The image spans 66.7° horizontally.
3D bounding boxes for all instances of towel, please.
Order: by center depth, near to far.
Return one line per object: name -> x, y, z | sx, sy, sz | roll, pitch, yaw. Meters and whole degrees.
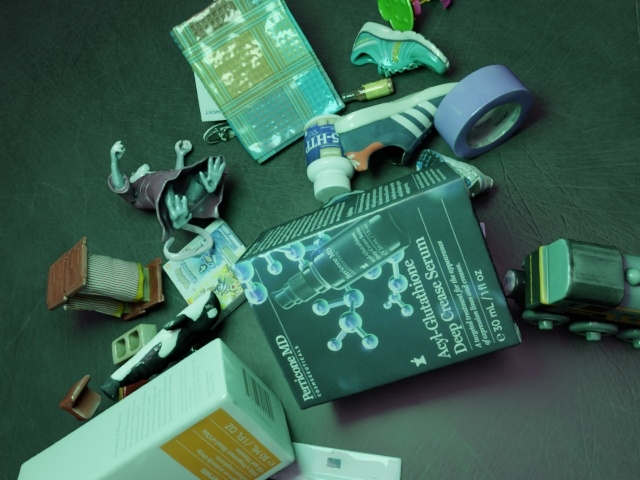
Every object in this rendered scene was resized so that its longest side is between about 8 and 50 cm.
towel -> -0.142, -0.403, 1.170 | 0.272, 0.370, 0.040 | -32, 22, 3

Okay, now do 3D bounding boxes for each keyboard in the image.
keyboard -> 0.025, 0.440, 0.937 | 0.256, 0.014, 0.072 | 1, 64, 17

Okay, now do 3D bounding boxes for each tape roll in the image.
tape roll -> 0.342, -0.268, 1.025 | 0.189, 0.189, 0.080 | -30, 64, 4

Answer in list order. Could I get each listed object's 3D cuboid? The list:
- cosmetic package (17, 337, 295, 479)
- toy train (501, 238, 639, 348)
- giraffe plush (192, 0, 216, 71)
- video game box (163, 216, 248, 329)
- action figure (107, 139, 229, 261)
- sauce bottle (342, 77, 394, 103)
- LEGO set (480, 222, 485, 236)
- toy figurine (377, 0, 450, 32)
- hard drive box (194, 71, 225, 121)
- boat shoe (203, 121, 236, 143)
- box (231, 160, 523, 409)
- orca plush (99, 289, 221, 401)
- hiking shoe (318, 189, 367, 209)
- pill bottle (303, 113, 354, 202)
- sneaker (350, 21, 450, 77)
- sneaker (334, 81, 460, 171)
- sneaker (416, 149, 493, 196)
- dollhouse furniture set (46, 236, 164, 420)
cosmetic package -> -0.304, 0.412, 0.903 | 0.454, 0.230, 0.161 | -33, 31, 3
toy train -> 0.483, 0.088, 0.802 | 0.335, 0.190, 0.142 | 11, 71, -3
giraffe plush -> -0.281, -0.533, 1.349 | 0.171, 0.210, 0.181 | -23, 20, 34
video game box -> -0.248, 0.073, 1.150 | 0.187, 0.048, 0.205 | -44, 63, 0
action figure -> -0.378, -0.117, 1.211 | 0.371, 0.248, 0.275 | 4, 105, 44
sauce bottle -> 0.118, -0.373, 1.219 | 0.128, 0.042, 0.042 | -11, 66, 11
LEGO set -> 0.255, 0.033, 1.021 | 0.183, 0.060, 0.243 | -4, 78, 14
toy figurine -> 0.258, -0.624, 1.260 | 0.159, 0.130, 0.173 | -26, 38, -9
hard drive box -> -0.222, -0.429, 1.225 | 0.181, 0.231, 0.089 | -6, 23, -2
boat shoe -> -0.252, -0.289, 1.300 | 0.125, 0.046, 0.038 | -24, 59, -3
box -> 0.098, 0.074, 0.869 | 0.396, 0.212, 0.293 | -21, 102, 12
orca plush -> -0.300, 0.231, 0.999 | 0.102, 0.151, 0.287 | 45, 48, 3
hiking shoe -> 0.000, 0.000, 1.043 | 0.304, 0.113, 0.132 | -29, 23, 13
pill bottle -> 0.022, -0.188, 1.136 | 0.112, 0.112, 0.186 | -11, 66, 13
sneaker -> 0.195, -0.452, 1.208 | 0.275, 0.107, 0.109 | 29, 91, 34
sneaker -> 0.206, -0.255, 1.107 | 0.351, 0.131, 0.147 | -21, 103, -11
sneaker -> 0.294, -0.146, 1.068 | 0.191, 0.083, 0.071 | 40, 128, 42
dollhouse furniture set -> -0.456, 0.206, 1.051 | 0.152, 0.201, 0.373 | -30, 60, 28
